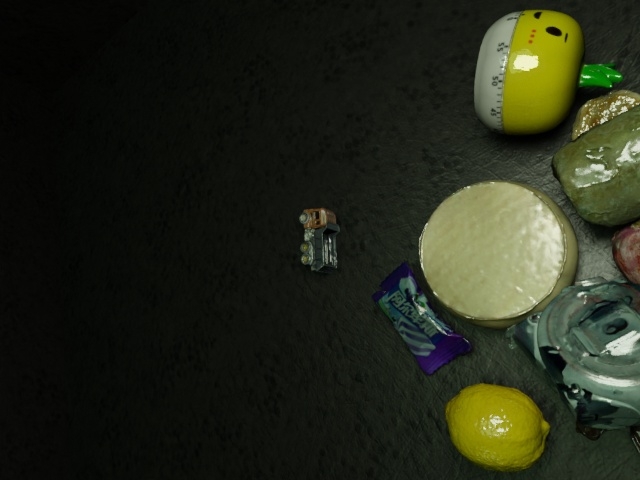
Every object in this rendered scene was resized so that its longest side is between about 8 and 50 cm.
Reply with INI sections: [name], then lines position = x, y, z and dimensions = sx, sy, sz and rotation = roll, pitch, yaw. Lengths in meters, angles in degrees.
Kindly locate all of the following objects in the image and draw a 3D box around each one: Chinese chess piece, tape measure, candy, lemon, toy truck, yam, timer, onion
[Chinese chess piece]
position = 0.392, 0.029, 1.028
dimensions = 0.338, 0.141, 0.337
rotation = -9, 73, 32
[tape measure]
position = 0.525, 0.199, 0.827
dimensions = 0.275, 0.147, 0.256
rotation = -28, 39, 3
[candy]
position = 0.243, 0.196, 1.135
dimensions = 0.145, 0.070, 0.275
rotation = -49, 60, 25
[lemon]
position = 0.366, 0.388, 0.949
dimensions = 0.193, 0.180, 0.180
rotation = -11, 72, 7
[toy truck]
position = 0.000, 0.000, 1.325
dimensions = 0.092, 0.083, 0.191
rotation = -10, 76, 32
[yam]
position = 0.602, -0.153, 0.843
dimensions = 0.300, 0.195, 0.195
rotation = -31, 64, 35
[timer]
position = 0.493, -0.354, 0.975
dimensions = 0.285, 0.285, 0.284
rotation = -8, 76, 32
[onion]
position = 0.657, 0.042, 0.853
dimensions = 0.160, 0.159, 0.194
rotation = -33, 88, 24

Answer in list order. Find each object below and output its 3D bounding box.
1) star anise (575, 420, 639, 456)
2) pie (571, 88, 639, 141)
[star anise]
position = 0.586, 0.317, 0.865
dimensions = 0.220, 0.099, 0.214
rotation = -31, 55, 24
[pie]
position = 0.632, -0.226, 0.960
dimensions = 0.163, 0.079, 0.193
rotation = -47, 67, 22
